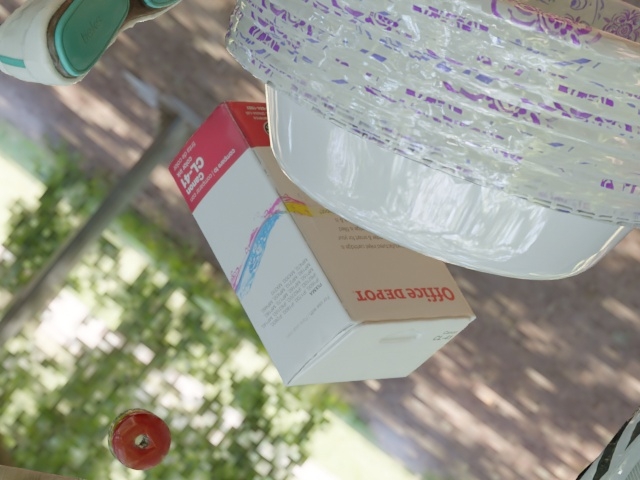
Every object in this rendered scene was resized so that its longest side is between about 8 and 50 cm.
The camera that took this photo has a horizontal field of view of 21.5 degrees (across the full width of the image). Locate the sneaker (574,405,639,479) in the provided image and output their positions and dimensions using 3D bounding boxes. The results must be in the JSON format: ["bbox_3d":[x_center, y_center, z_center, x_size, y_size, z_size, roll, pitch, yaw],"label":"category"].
[{"bbox_3d":[0.247,0.182,0.857,0.169,0.257,0.447,32,-146,-9],"label":"sneaker"}]

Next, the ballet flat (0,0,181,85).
[{"bbox_3d":[-0.269,-0.310,2.056,0.139,0.400,0.139,15,128,19],"label":"ballet flat"}]

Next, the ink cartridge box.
[{"bbox_3d":[0.000,0.000,1.884,0.226,0.131,0.306,1,-126,-49],"label":"ink cartridge box"}]

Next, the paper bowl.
[{"bbox_3d":[0.084,-0.080,0.941,0.284,0.148,0.284,18,-164,-5],"label":"paper bowl"}]

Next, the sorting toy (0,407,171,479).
[{"bbox_3d":[-0.202,0.257,1.280,0.132,0.274,0.046,14,179,-21],"label":"sorting toy"}]
